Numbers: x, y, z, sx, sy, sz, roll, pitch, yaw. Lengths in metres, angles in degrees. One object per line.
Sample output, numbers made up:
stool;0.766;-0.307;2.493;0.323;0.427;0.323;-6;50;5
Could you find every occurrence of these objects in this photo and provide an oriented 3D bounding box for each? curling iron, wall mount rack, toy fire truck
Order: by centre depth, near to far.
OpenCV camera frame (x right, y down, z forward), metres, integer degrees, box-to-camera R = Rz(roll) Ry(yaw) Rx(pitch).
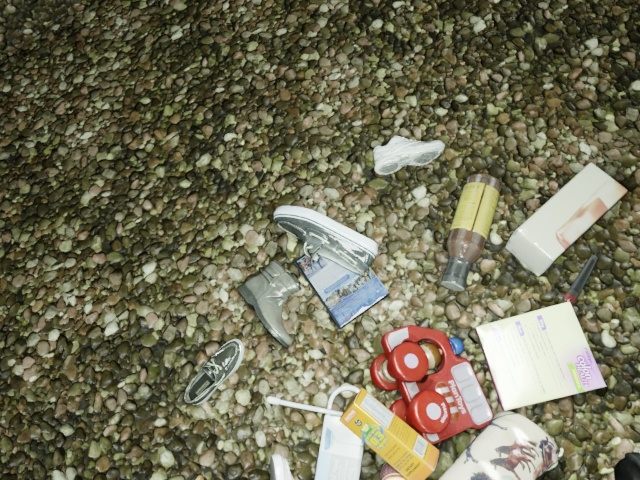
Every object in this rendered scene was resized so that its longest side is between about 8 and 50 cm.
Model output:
wall mount rack;-0.001;0.541;1.224;0.303;0.130;0.350;7;71;10
toy fire truck;0.292;0.366;1.250;0.253;0.169;0.302;-12;68;-23
curling iron;0.707;0.162;1.318;0.068;0.035;0.274;24;76;18

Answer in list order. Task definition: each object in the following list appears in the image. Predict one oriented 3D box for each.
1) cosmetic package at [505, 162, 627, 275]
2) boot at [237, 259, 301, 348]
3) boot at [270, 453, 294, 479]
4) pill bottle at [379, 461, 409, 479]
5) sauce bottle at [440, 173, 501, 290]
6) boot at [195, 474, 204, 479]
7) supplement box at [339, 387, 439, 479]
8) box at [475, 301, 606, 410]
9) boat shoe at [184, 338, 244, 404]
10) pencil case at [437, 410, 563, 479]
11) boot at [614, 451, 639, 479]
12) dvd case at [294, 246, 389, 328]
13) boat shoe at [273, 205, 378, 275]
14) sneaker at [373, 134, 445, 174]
cosmetic package;0.685;-0.057;1.339;0.296;0.153;0.129;-40;70;-6
boot;-0.119;0.179;1.399;0.161;0.083;0.246;-35;71;-12
boot;-0.042;0.618;1.107;0.123;0.095;0.259;-8;86;-17
pill bottle;0.188;0.590;1.163;0.086;0.152;0.086;0;90;10
sauce bottle;0.429;-0.024;1.381;0.111;0.111;0.345;20;74;14
boot;-0.267;0.771;1.201;0.211;0.104;0.295;13;78;6
supplement box;0.161;0.464;1.130;0.233;0.080;0.078;38;116;13
box;0.552;0.299;1.227;0.242;0.117;0.214;-19;69;12
boat shoe;-0.299;0.373;1.353;0.077;0.070;0.219;34;78;17
pencil case;0.381;0.574;1.092;0.410;0.160;0.183;-36;61;-24
boot;0.658;0.676;1.090;0.260;0.131;0.348;-4;70;6
dvd case;0.060;0.112;1.427;0.180;0.022;0.253;-34;70;-5
boat shoe;0.000;0.000;1.397;0.335;0.121;0.119;22;71;13
sneaker;0.274;-0.294;1.512;0.232;0.090;0.115;-13;66;2
